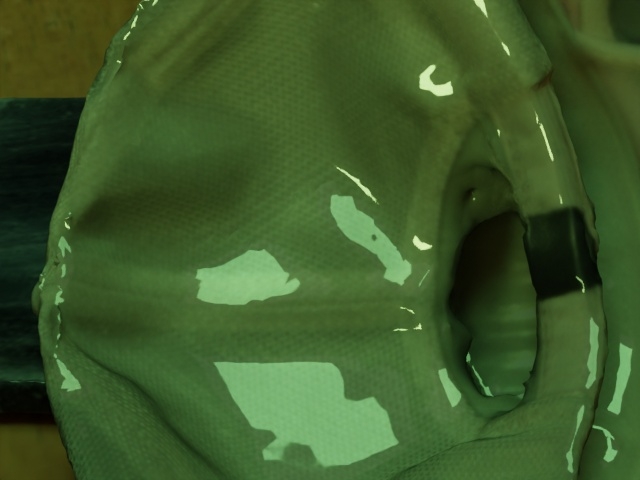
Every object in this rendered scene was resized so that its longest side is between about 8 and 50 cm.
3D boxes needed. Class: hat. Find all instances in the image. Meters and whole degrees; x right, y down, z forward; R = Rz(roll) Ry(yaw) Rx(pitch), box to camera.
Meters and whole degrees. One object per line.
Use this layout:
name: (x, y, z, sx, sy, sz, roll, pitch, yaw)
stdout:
hat: (0.062, 0.018, 0.451, 0.226, 0.164, 0.220, 17, 68, -31)

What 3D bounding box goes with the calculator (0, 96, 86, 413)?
calculator: (0.000, 0.000, 0.553, 0.261, 0.021, 0.161, 2, 35, 5)
